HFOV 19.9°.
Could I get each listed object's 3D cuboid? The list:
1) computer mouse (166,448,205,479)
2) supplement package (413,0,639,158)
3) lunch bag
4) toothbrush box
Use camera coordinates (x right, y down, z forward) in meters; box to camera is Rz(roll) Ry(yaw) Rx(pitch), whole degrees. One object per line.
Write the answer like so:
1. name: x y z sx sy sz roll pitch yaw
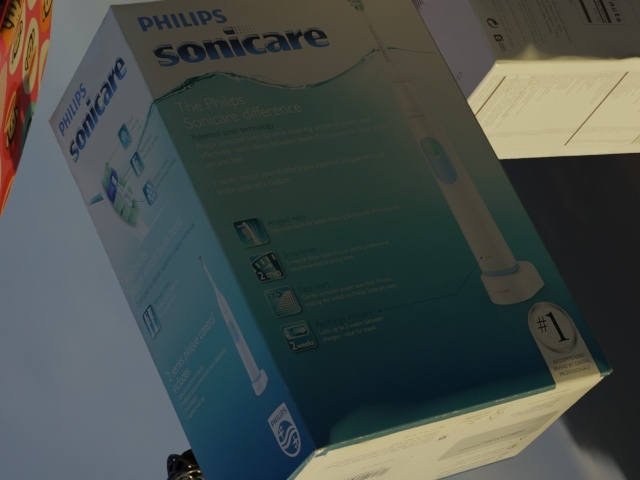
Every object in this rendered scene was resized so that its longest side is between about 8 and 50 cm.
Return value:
1. computer mouse: -0.203 0.243 1.433 0.060 0.262 0.184 55 163 18
2. supplement package: 0.186 -0.156 1.470 0.139 0.244 0.133 -52 50 48
3. lunch bag: -0.284 -0.138 1.459 0.258 0.120 0.293 95 -177 -52
4. toothbrush box: 0.000 0.000 1.084 0.126 0.216 0.295 -50 59 49
